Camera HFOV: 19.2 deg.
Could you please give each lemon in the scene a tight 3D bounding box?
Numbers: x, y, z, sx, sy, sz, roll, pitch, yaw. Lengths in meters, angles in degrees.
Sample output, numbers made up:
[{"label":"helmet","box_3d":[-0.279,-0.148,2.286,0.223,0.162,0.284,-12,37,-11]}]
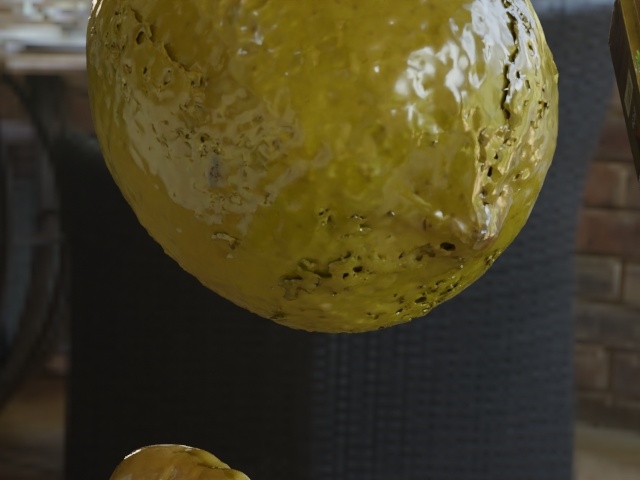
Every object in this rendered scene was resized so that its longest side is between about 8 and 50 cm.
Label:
[{"label":"lemon","box_3d":[-0.003,-0.092,1.069,0.258,0.258,0.310,-7,53,-37]}]

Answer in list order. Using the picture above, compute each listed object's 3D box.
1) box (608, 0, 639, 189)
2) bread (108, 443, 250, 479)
[{"label":"box","box_3d":[0.225,-0.103,1.319,0.023,0.133,0.090,-9,-23,3]},{"label":"bread","box_3d":[-0.086,0.250,0.866,0.142,0.305,0.091,18,-12,25]}]
